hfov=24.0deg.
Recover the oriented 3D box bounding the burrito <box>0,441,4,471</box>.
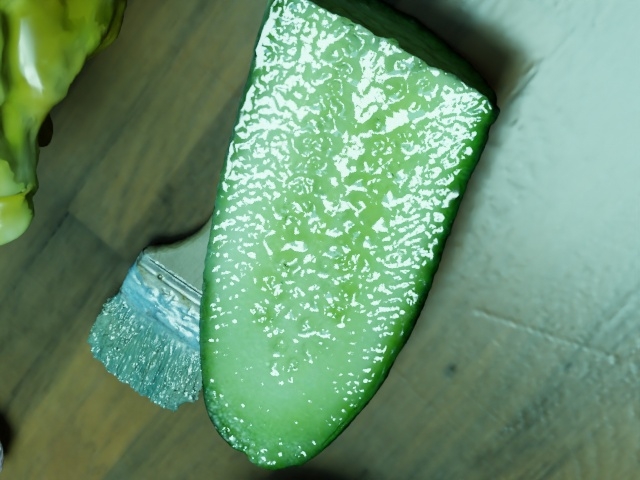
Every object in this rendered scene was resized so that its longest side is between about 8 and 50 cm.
[{"bbox_3d":[-0.273,0.089,0.865,0.203,0.064,0.064,27,116,9],"label":"burrito"}]

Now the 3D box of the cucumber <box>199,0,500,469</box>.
[{"bbox_3d":[0.000,0.000,0.733,0.115,0.063,0.244,21,115,1],"label":"cucumber"}]

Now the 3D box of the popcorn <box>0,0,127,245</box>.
[{"bbox_3d":[-0.216,-0.100,0.689,0.249,0.249,0.225,56,153,-6],"label":"popcorn"}]

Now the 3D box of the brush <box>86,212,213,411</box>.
[{"bbox_3d":[-0.055,0.003,0.778,0.070,0.021,0.196,34,116,3],"label":"brush"}]
